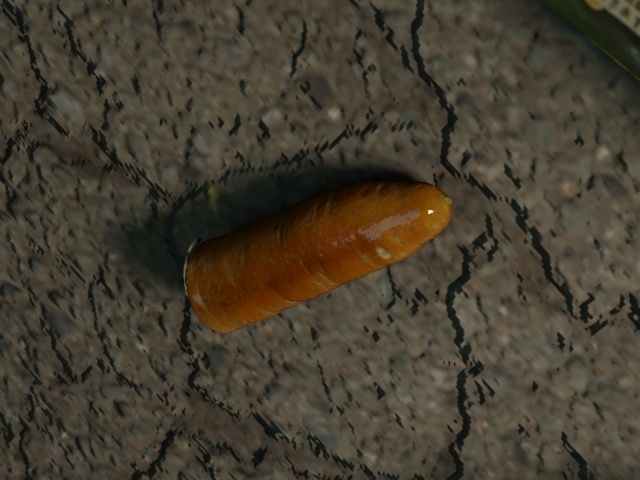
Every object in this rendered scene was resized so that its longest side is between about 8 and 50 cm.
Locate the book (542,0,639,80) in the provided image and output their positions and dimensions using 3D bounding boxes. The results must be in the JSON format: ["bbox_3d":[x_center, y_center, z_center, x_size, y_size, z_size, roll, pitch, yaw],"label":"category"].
[{"bbox_3d":[0.175,-0.179,0.645,0.228,0.018,0.322,41,127,12],"label":"book"}]

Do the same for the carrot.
[{"bbox_3d":[0.000,0.000,0.882,0.139,0.048,0.048,-23,102,38],"label":"carrot"}]
